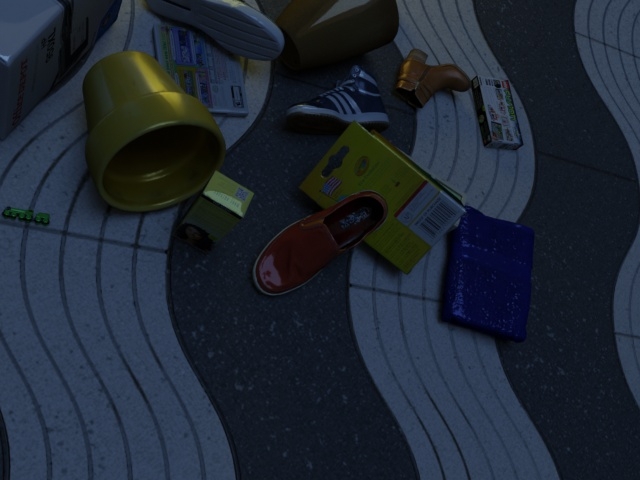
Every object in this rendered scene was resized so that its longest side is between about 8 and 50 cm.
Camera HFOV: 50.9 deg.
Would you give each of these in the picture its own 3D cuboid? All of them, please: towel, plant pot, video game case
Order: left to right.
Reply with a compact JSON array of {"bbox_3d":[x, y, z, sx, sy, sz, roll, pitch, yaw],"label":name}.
[{"bbox_3d":[-0.342,-0.223,1.291,0.254,0.254,0.239,-16,63,-30],"label":"plant pot"},{"bbox_3d":[-0.268,-0.379,1.504,0.194,0.023,0.212,-2,73,-27],"label":"video game case"},{"bbox_3d":[0.016,-0.516,1.598,0.254,0.237,0.237,-37,90,-19],"label":"plant pot"},{"bbox_3d":[0.407,0.083,1.640,0.228,0.076,0.308,18,64,-12],"label":"towel"}]

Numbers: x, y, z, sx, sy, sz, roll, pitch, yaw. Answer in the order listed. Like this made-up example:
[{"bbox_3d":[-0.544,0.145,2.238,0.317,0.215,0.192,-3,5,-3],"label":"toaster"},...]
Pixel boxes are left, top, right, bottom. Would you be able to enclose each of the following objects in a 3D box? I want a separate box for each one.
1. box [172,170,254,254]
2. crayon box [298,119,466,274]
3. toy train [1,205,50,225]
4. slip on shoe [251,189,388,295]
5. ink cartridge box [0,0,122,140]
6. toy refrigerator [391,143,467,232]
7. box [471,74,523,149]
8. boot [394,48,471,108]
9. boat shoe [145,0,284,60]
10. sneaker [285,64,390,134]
[{"bbox_3d":[-0.209,-0.046,1.281,0.087,0.232,0.058,30,61,-12],"label":"box"},{"bbox_3d":[0.137,-0.101,1.497,0.319,0.202,0.081,39,16,-9],"label":"crayon box"},{"bbox_3d":[-0.543,-0.047,1.242,0.083,0.017,0.023,13,56,-22],"label":"toy train"},{"bbox_3d":[0.000,0.000,1.396,0.331,0.101,0.123,-32,92,-5],"label":"slip on shoe"},{"bbox_3d":[-0.527,-0.418,1.235,0.166,0.285,0.394,35,60,-11],"label":"ink cartridge box"},{"bbox_3d":[0.213,-0.127,1.606,0.270,0.094,0.102,32,60,-13],"label":"toy refrigerator"},{"bbox_3d":[0.489,-0.355,1.864,0.114,0.036,0.206,2,70,-26],"label":"box"},{"bbox_3d":[0.293,-0.404,1.768,0.197,0.073,0.152,25,60,-3],"label":"boot"},{"bbox_3d":[-0.223,-0.522,1.501,0.335,0.121,0.119,27,52,-2],"label":"boat shoe"},{"bbox_3d":[0.032,-0.336,1.591,0.282,0.099,0.153,-2,77,-34],"label":"sneaker"}]
